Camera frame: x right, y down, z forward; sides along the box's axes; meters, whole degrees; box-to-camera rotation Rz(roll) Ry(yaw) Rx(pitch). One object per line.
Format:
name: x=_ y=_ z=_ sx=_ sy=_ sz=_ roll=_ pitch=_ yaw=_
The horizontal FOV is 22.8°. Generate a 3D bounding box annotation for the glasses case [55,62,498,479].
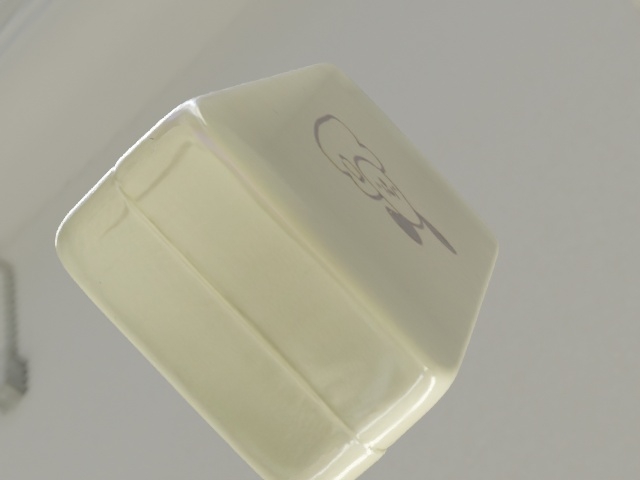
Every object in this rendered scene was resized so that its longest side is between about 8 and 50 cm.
glasses case: x=0.000 y=0.000 z=0.650 sx=0.070 sy=0.131 sz=0.313 roll=-43 pitch=180 yaw=13
